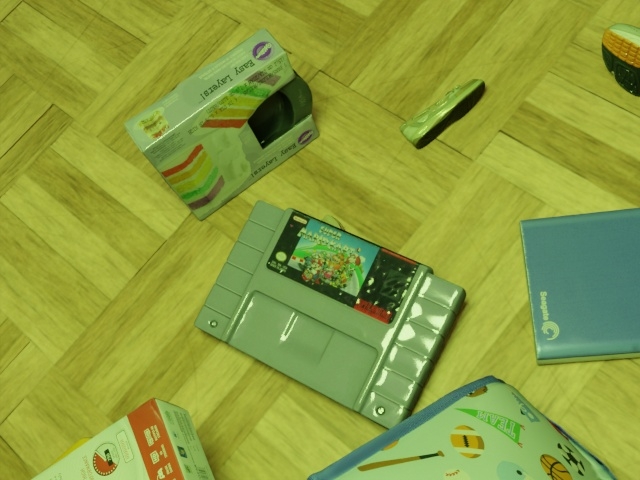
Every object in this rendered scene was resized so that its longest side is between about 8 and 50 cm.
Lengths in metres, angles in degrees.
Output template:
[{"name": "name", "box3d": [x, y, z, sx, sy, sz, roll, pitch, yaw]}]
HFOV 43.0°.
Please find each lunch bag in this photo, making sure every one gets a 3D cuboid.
[{"name": "lunch bag", "box3d": [0.204, 0.351, 0.918, 0.385, 0.239, 0.328, -23, 53, -39]}]

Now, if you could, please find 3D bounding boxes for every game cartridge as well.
[{"name": "game cartridge", "box3d": [0.008, 0.097, 1.187, 0.354, 0.068, 0.230, 23, 87, 23]}]

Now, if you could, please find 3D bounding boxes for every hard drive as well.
[{"name": "hard drive", "box3d": [0.449, 0.054, 1.119, 0.318, 0.040, 0.210, -6, 64, 12]}]

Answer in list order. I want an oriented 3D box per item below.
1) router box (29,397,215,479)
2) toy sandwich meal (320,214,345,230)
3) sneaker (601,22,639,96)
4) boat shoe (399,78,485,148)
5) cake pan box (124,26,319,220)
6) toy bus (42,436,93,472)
[{"name": "router box", "box3d": [-0.241, 0.413, 0.966, 0.301, 0.082, 0.336, -35, 58, 8]}, {"name": "toy sandwich meal", "box3d": [0.000, 0.000, 1.268, 0.085, 0.029, 0.086, -6, 64, 12]}, {"name": "sneaker", "box3d": [0.554, -0.263, 1.221, 0.262, 0.099, 0.121, 36, 71, 18]}, {"name": "boat shoe", "box3d": [0.197, -0.213, 1.304, 0.153, 0.056, 0.048, -41, 67, 2]}, {"name": "cake pan box", "box3d": [-0.138, -0.175, 1.266, 0.266, 0.246, 0.070, -36, 66, -5]}, {"name": "toy bus", "box3d": [-0.239, 0.416, 1.090, 0.130, 0.108, 0.333, -41, 62, -6]}]
